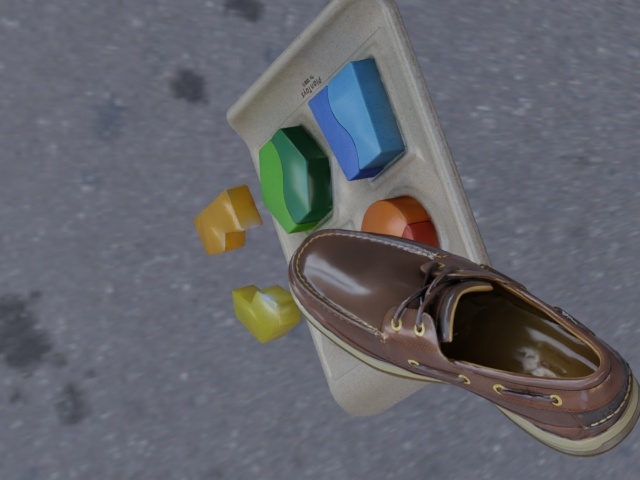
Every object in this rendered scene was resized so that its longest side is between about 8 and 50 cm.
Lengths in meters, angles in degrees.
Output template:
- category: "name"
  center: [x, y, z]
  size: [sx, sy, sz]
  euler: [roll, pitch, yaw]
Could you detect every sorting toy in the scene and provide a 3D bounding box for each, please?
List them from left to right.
- category: "sorting toy"
  center: [0.000, 0.000, 1.224]
  size: [0.307, 0.041, 0.229]
  euler: [-40, 70, 56]

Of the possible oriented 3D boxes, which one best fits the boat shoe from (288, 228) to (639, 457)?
- category: "boat shoe"
  center: [0.061, 0.033, 0.847]
  size: [0.178, 0.060, 0.064]
  euler: [25, 70, 25]
